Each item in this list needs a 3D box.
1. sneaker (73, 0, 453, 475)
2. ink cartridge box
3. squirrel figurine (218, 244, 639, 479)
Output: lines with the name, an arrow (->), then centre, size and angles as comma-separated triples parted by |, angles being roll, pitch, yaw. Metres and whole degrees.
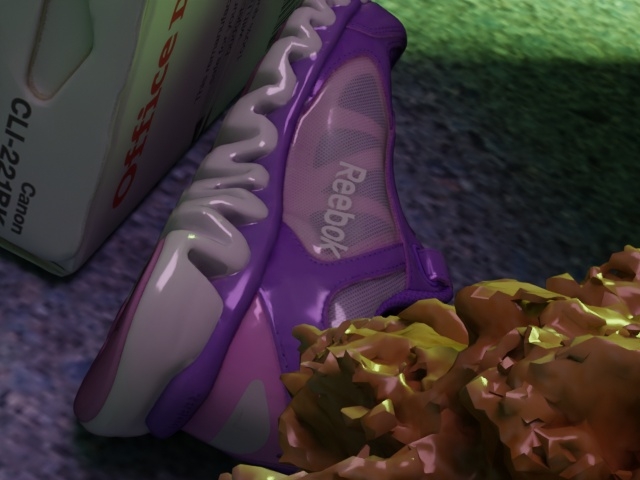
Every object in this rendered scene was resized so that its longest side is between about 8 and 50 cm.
sneaker -> 0.000, 0.000, 0.706 | 0.104, 0.095, 0.236 | 27, 41, -3
ink cartridge box -> -0.063, -0.145, 0.761 | 0.114, 0.197, 0.273 | 25, 36, 7
squirrel figurine -> 0.171, 0.073, 0.448 | 0.397, 0.370, 0.281 | -21, 53, -42
